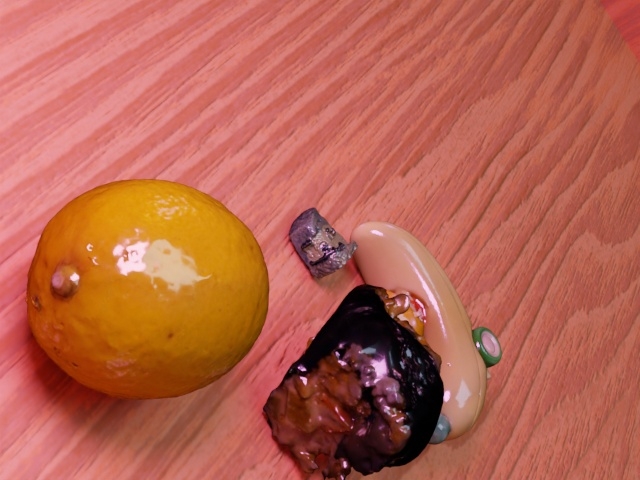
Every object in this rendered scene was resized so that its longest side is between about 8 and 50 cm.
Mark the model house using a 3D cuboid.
[{"bbox_3d":[0.000,0.000,1.692,0.083,0.066,0.079,54,32,-9],"label":"model house"}]

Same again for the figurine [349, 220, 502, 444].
[{"bbox_3d":[0.119,0.123,1.721,0.222,0.124,0.325,-12,73,-52],"label":"figurine"}]

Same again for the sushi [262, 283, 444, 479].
[{"bbox_3d":[0.053,0.173,1.518,0.204,0.200,0.213,-22,81,-56],"label":"sushi"}]

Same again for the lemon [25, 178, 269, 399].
[{"bbox_3d":[-0.175,0.050,1.277,0.263,0.236,0.236,45,35,-46],"label":"lemon"}]
